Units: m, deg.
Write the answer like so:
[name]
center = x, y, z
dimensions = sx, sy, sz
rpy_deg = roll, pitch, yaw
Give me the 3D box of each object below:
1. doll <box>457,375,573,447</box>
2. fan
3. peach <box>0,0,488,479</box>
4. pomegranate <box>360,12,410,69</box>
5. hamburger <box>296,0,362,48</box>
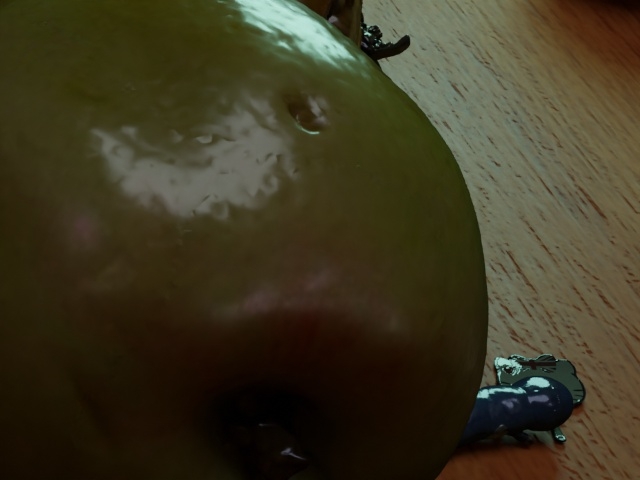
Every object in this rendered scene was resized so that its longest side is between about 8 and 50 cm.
[doll]
center = 0.089, 0.101, 1.119
dimensions = 0.125, 0.027, 0.037
rpy_deg = -10, 45, -25
[fan]
center = 0.134, 0.093, 1.173
dimensions = 0.056, 0.004, 0.083
rpy_deg = 3, 34, -14
[peach]
center = -0.082, 0.021, 0.924
dimensions = 0.281, 0.314, 0.315
rpy_deg = -38, 54, -15
[pomegranate]
center = 0.000, -0.105, 1.295
dimensions = 0.122, 0.161, 0.122
rpy_deg = 24, 46, -28
[hamburger]
center = -0.079, -0.115, 1.172
dimensions = 0.244, 0.163, 0.244
rpy_deg = -18, 39, 15
